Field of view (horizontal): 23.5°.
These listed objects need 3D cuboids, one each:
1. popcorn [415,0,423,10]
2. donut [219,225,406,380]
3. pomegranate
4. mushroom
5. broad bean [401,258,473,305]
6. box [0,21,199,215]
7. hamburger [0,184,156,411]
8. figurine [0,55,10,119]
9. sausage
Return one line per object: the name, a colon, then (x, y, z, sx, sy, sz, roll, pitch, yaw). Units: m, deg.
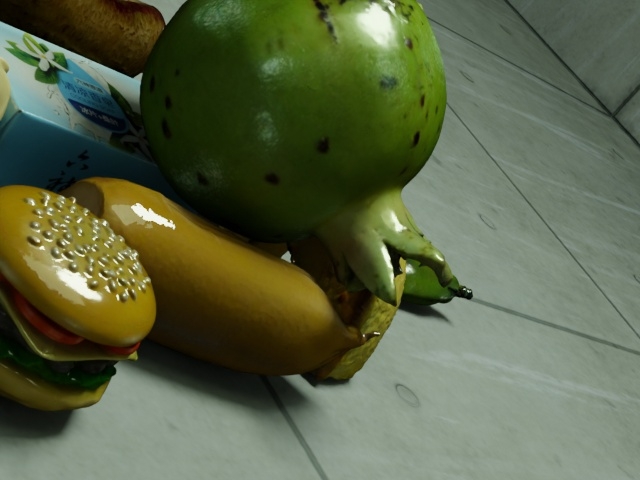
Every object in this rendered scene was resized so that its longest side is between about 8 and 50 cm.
popcorn: (0.029, -0.237, 1.865, 0.206, 0.251, 0.237, 47, 23, -1)
donut: (0.005, 0.000, 1.444, 0.101, 0.152, 0.259, 29, 23, -49)
pomegranate: (-0.002, -0.096, 1.299, 0.340, 0.260, 0.260, 55, 22, 11)
mushroom: (-0.258, -0.216, 1.442, 0.231, 0.194, 0.138, 32, 64, -37)
broad bean: (0.083, 0.038, 1.664, 0.214, 0.048, 0.070, 21, 28, -38)
box: (-0.214, -0.094, 1.343, 0.232, 0.083, 0.142, 19, 29, -44)
hamburger: (-0.189, 0.039, 1.049, 0.162, 0.115, 0.162, 37, 20, -16)
figurine: (-0.317, -0.140, 1.224, 0.114, 0.108, 0.196, 22, 20, -34)
sausage: (-0.078, 0.047, 1.247, 0.328, 0.112, 0.112, 26, 24, -36)
